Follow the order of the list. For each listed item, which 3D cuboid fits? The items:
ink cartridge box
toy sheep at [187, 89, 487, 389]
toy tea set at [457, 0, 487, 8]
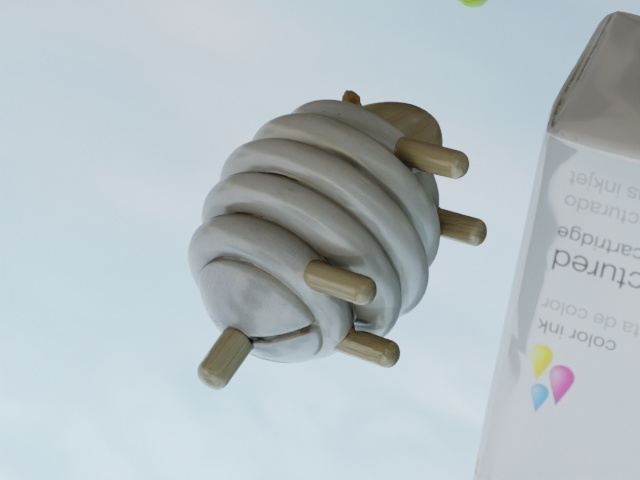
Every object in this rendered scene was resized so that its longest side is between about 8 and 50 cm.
[{"bbox_3d":[0.181,0.088,0.814,0.226,0.306,0.131,15,-150,12],"label":"ink cartridge box"},{"bbox_3d":[0.000,0.000,0.680,0.091,0.091,0.132,29,-123,18],"label":"toy sheep"},{"bbox_3d":[0.138,-0.270,0.925,0.200,0.336,0.124,32,-175,-37],"label":"toy tea set"}]
